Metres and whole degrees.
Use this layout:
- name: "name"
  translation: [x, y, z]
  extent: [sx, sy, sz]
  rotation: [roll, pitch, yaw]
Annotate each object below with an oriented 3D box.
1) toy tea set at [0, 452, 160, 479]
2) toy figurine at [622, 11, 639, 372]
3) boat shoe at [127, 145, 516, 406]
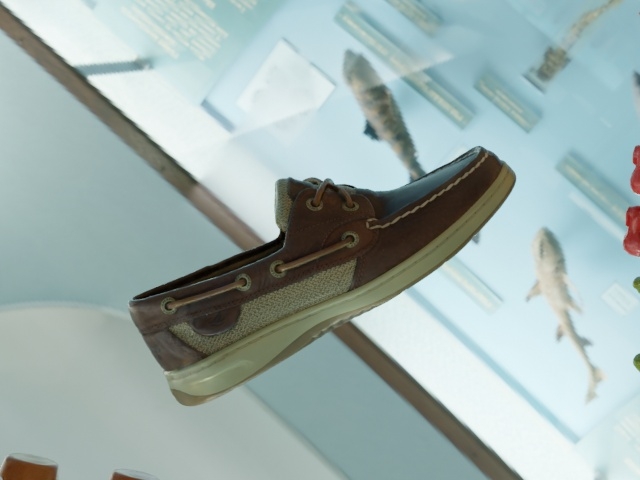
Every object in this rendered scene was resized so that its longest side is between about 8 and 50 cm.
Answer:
- name: "toy tea set"
  translation: [-0.303, 0.301, 0.910]
  extent: [0.336, 0.124, 0.200]
  rotation: [18, 172, -31]
- name: "toy figurine"
  translation: [0.259, 0.029, 0.546]
  extent: [0.191, 0.362, 0.217]
  rotation: [10, -155, 34]
- name: "boat shoe"
  translation: [0.000, 0.000, 0.728]
  extent: [0.123, 0.342, 0.123]
  rotation: [59, 179, -9]
